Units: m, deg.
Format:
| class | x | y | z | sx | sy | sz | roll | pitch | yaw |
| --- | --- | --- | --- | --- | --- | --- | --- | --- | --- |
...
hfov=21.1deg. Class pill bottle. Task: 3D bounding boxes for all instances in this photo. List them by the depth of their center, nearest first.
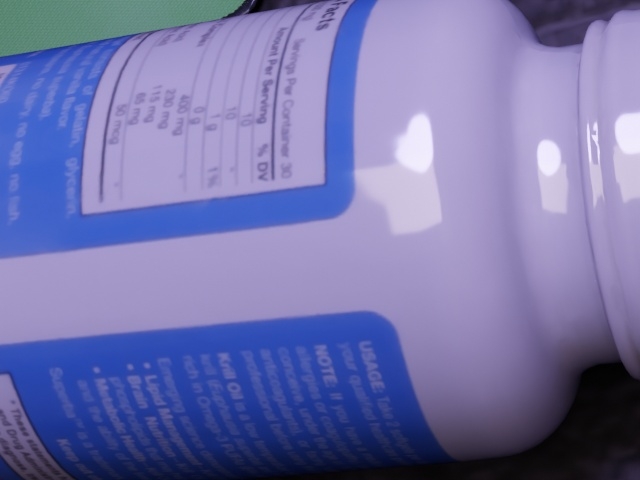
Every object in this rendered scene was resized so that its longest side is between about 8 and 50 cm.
| class | x | y | z | sx | sy | sz | roll | pitch | yaw |
| --- | --- | --- | --- | --- | --- | --- | --- | --- | --- |
| pill bottle | 0.000 | 0.000 | 0.453 | 0.221 | 0.124 | 0.124 | -6 | 73 | 19 |

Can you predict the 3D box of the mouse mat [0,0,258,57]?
| class | x | y | z | sx | sy | sz | roll | pitch | yaw |
| --- | --- | --- | --- | --- | --- | --- | --- | --- | --- |
| mouse mat | -0.119 | -0.108 | 0.593 | 0.189 | 0.007 | 0.153 | -21 | 69 | 13 |
